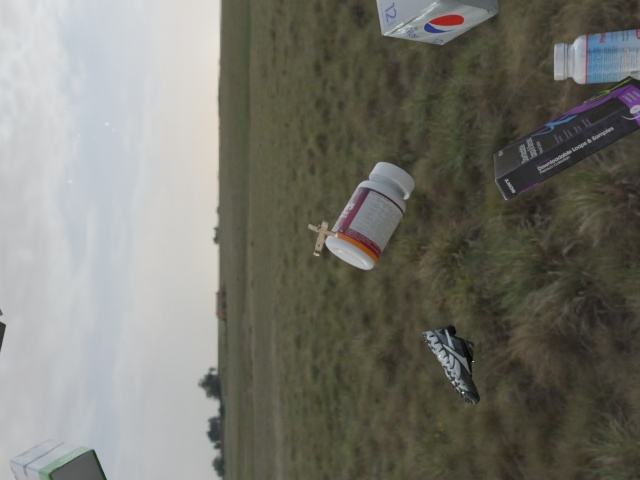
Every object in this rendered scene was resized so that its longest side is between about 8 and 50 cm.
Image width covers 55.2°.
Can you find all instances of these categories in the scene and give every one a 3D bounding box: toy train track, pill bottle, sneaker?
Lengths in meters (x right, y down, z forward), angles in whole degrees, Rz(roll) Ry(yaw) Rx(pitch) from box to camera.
[{"bbox_3d":[0.000,0.000,0.936,0.083,0.048,0.014,105,-176,-51],"label":"toy train track"},{"bbox_3d":[0.506,-0.328,1.099,0.087,0.160,0.087,1,-90,-68],"label":"pill bottle"},{"bbox_3d":[0.114,-0.056,1.355,0.221,0.121,0.121,-59,3,-13],"label":"pill bottle"},{"bbox_3d":[0.362,0.309,1.582,0.234,0.106,0.078,61,177,40],"label":"sneaker"}]

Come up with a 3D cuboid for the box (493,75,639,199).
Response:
[{"bbox_3d":[0.255,-0.107,0.627,0.029,0.162,0.116,54,-157,-9],"label":"box"}]

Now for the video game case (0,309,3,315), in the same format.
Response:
[{"bbox_3d":[-0.793,0.087,1.408,0.183,0.023,0.201,-11,106,58],"label":"video game case"}]

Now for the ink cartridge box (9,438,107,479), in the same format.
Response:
[{"bbox_3d":[-0.484,0.473,1.156,0.220,0.093,0.160,-11,101,47],"label":"ink cartridge box"}]

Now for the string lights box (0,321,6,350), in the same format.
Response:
[{"bbox_3d":[-0.595,0.133,0.835,0.133,0.260,0.076,82,-172,-65],"label":"string lights box"}]

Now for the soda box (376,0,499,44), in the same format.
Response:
[{"bbox_3d":[0.108,-0.369,0.665,0.091,0.098,0.286,-14,83,54],"label":"soda box"}]
